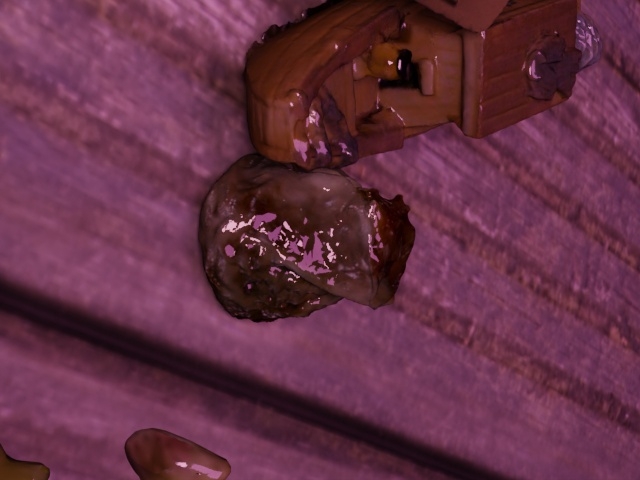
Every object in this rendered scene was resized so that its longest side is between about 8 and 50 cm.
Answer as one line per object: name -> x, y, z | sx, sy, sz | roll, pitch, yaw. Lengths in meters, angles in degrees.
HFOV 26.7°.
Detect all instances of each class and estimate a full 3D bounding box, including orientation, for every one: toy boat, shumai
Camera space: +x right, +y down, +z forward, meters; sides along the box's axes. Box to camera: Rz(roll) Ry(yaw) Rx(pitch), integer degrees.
toy boat -> 0.076, -0.107, 0.793 | 0.321, 0.121, 0.089 | -28, 126, -46
shumai -> 0.000, 0.001, 0.744 | 0.124, 0.087, 0.099 | -22, 114, -46

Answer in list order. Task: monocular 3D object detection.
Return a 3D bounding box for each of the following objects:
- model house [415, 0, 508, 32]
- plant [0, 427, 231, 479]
model house -> 0.027, -0.265, 0.710 | 0.248, 0.176, 0.181 | 30, 112, -18
plant -> -0.221, 0.133, 0.441 | 0.251, 0.180, 0.333 | 51, 61, -30
